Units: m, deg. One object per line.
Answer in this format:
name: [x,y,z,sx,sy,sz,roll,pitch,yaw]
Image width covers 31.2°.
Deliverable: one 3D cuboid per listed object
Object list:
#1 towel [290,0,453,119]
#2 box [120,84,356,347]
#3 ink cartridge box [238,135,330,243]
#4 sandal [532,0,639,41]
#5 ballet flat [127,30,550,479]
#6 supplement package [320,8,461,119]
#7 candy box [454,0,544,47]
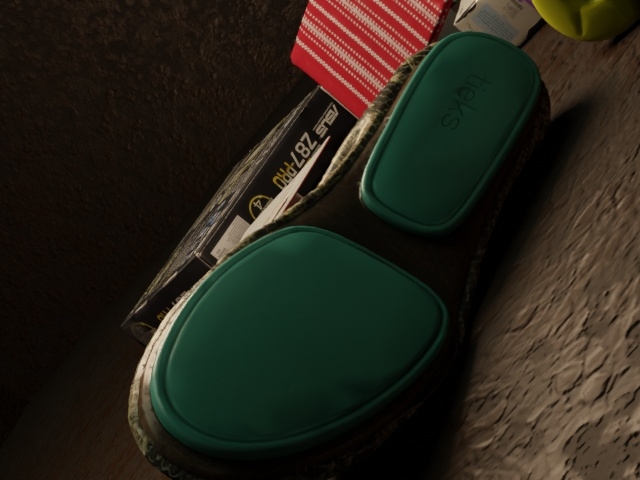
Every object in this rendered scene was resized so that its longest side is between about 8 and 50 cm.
towel: [0.067,-0.277,1.386,0.031,0.199,0.275,-21,-35,-42]
box: [-0.131,-0.030,1.798,0.318,0.097,0.395,-35,18,51]
ink cartridge box: [-0.072,0.029,1.401,0.239,0.060,0.275,-44,11,44]
sandal: [0.286,-0.297,0.875,0.317,0.126,0.138,-40,11,42]
ballet flat: [0.030,0.033,0.807,0.483,0.164,0.182,-52,-13,-42]
supplement package: [0.100,-0.251,1.546,0.105,0.105,0.179,-36,17,55]
candy box: [0.237,-0.302,1.225,0.196,0.070,0.165,-46,11,28]
